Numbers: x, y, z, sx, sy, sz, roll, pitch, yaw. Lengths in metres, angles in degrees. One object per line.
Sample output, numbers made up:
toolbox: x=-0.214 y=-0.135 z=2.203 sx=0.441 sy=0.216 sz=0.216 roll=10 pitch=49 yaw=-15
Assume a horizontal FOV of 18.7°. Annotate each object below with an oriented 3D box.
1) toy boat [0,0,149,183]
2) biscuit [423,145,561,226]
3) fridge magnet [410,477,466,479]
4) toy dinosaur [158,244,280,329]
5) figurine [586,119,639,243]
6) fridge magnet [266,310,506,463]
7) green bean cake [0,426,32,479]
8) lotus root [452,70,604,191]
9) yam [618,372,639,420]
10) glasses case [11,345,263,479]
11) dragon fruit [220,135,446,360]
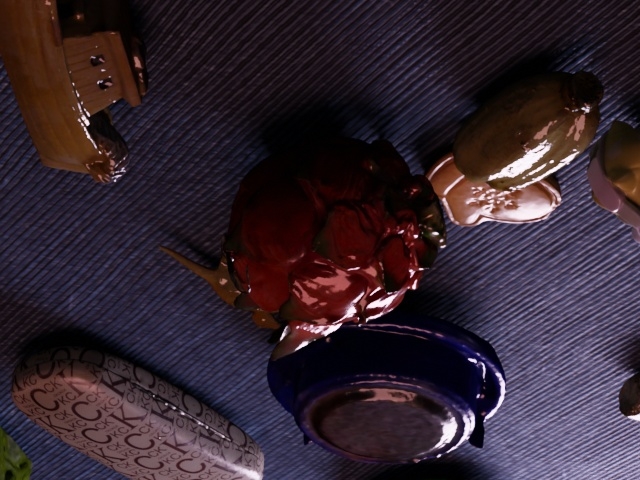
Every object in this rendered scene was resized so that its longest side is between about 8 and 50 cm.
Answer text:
toy boat: x=-0.214 y=-0.169 z=1.680 sx=0.121 sy=0.089 sz=0.321 roll=-4 pitch=145 yaw=2
biscuit: x=0.163 y=-0.046 z=1.891 sx=0.140 sy=0.023 sz=0.118 roll=16 pitch=145 yaw=-19
fridge magnet: x=0.149 y=0.365 z=2.470 sx=0.208 sy=0.088 sz=0.208 roll=3 pitch=148 yaw=2
toy dinosaur: x=-0.103 y=0.049 z=2.054 sx=0.162 sy=0.039 sz=0.126 roll=12 pitch=148 yaw=-10
figurine: x=0.341 y=-0.064 z=1.759 sx=0.184 sy=0.128 sz=0.208 roll=16 pitch=137 yaw=-14
fridge magnet: x=0.072 y=0.162 z=2.141 sx=0.265 sy=0.113 sz=0.265 roll=3 pitch=145 yaw=2
green bean cake: x=-0.461 y=0.318 z=2.317 sx=0.156 sy=0.247 sz=0.250 roll=-5 pitch=146 yaw=15
lotus root: x=0.193 y=-0.104 z=1.745 sx=0.090 sy=0.077 sz=0.183 roll=14 pitch=150 yaw=-28
yam: x=0.464 y=0.200 z=2.213 sx=0.253 sy=0.061 sz=0.061 roll=13 pitch=146 yaw=-15
glasses case: x=-0.210 y=0.220 z=2.285 sx=0.137 sy=0.085 sz=0.354 roll=-22 pitch=139 yaw=33
dragon fruit: x=0.000 y=0.000 z=1.829 sx=0.274 sy=0.192 sz=0.193 roll=-22 pitch=134 yaw=38
